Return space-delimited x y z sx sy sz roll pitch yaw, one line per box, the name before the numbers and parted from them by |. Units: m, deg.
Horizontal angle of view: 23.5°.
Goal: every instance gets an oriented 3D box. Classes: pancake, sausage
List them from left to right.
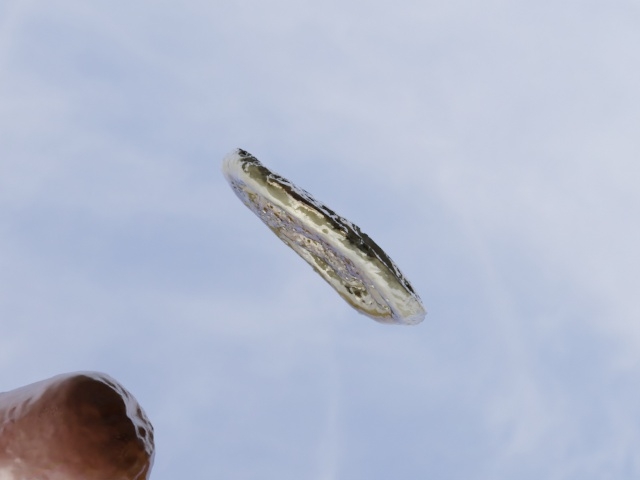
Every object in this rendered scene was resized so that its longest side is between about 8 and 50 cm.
sausage | -0.232 0.171 1.109 0.113 0.259 0.113 49 -151 -41
pancake | 0.001 -0.001 0.856 0.151 0.151 0.025 42 -98 11
